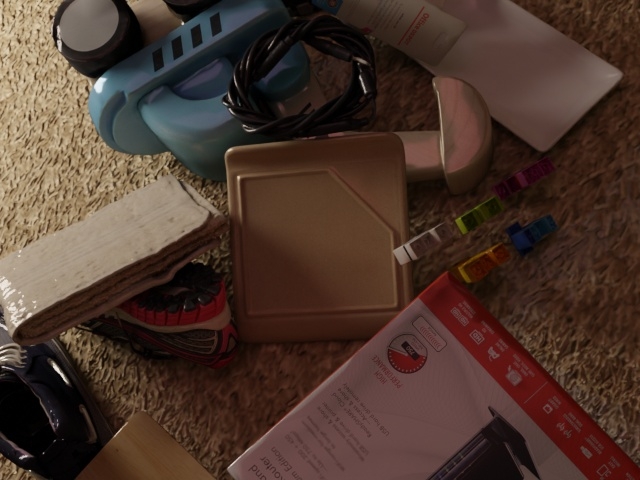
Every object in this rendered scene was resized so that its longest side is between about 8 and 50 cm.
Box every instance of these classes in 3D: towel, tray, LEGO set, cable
[{"bbox_3d":[-0.258,0.018,1.329,0.282,0.049,0.187,-28,30,-14],"label":"towel"},{"bbox_3d":[0.237,-0.222,1.399,0.145,0.030,0.270,-43,57,-6],"label":"tray"},{"bbox_3d":[0.180,0.000,1.262,0.227,0.093,0.087,-30,90,-29],"label":"LEGO set"},{"bbox_3d":[-0.027,-0.189,1.282,0.184,0.047,0.151,-9,74,5],"label":"cable"}]

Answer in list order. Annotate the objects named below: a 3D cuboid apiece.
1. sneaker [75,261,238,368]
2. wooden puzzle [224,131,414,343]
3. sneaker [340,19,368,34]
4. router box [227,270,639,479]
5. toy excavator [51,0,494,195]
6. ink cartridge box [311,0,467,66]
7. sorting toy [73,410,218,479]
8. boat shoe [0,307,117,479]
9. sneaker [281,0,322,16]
[{"bbox_3d":[-0.231,0.090,1.352,0.299,0.112,0.121,10,41,38],"label":"sneaker"},{"bbox_3d":[0.000,0.000,1.300,0.220,0.044,0.239,-4,93,18],"label":"wooden puzzle"},{"bbox_3d":[0.125,-0.351,1.477,0.252,0.103,0.111,-27,60,12],"label":"sneaker"},{"bbox_3d":[0.131,0.254,1.084,0.301,0.082,0.335,-42,74,-7],"label":"router box"},{"bbox_3d":[-0.057,-0.172,1.400,0.432,0.222,0.445,-30,70,1],"label":"toy excavator"},{"bbox_3d":[0.093,-0.303,1.374,0.181,0.104,0.062,27,60,-7],"label":"ink cartridge box"},{"bbox_3d":[-0.186,0.365,1.189,0.257,0.089,0.255,36,78,32],"label":"sorting toy"},{"bbox_3d":[-0.366,0.166,1.323,0.127,0.158,0.340,-46,58,-9],"label":"boat shoe"},{"bbox_3d":[0.013,-0.406,1.560,0.267,0.101,0.106,-28,35,4],"label":"sneaker"}]
